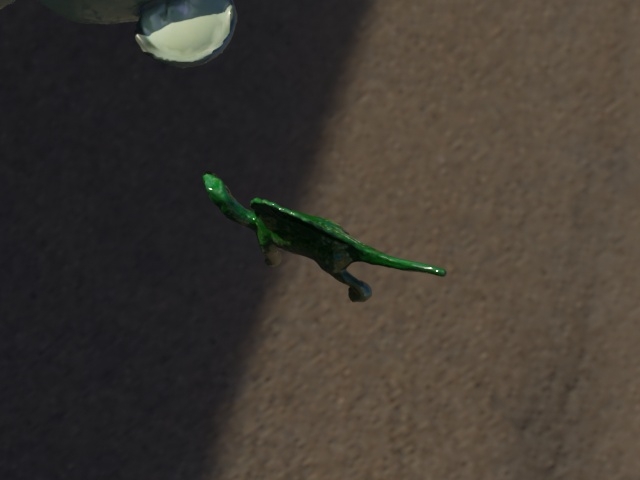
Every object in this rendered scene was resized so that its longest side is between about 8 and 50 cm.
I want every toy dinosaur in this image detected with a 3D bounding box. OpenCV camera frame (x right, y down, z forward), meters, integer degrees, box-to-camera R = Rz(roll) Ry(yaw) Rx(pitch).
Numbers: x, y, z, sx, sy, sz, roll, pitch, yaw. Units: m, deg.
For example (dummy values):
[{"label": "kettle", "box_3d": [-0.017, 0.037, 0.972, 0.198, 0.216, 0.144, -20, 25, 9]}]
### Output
[{"label": "toy dinosaur", "box_3d": [-0.001, 0.000, 0.751, 0.029, 0.120, 0.060, -61, 142, -10]}]

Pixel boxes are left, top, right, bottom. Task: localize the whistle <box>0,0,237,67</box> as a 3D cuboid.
[{"label": "whistle", "box_3d": [-0.146, -0.132, 0.735, 0.236, 0.077, 0.114, 4, 78, 0]}]
